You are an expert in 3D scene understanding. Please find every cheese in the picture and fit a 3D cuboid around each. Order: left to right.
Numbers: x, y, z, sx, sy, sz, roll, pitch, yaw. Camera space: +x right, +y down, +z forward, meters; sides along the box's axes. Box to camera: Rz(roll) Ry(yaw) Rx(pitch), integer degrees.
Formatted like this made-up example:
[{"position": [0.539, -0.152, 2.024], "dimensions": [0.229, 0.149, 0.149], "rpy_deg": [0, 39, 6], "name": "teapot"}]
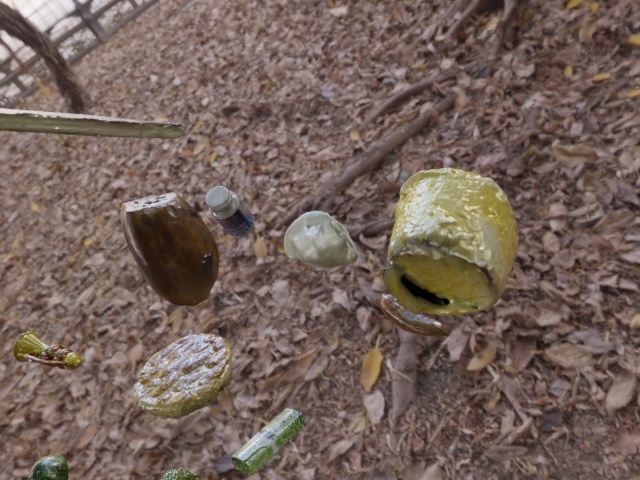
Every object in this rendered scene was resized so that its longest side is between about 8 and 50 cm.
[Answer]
[{"position": [-0.416, -0.184, 0.859], "dimensions": [0.401, 0.034, 0.085], "rpy_deg": [-3, 15, -37], "name": "cheese"}]

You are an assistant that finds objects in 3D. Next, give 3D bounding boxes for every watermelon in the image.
[{"position": [-0.691, 0.591, 1.377], "dimensions": [0.106, 0.062, 0.105], "rpy_deg": [-7, 64, 15], "name": "watermelon"}]

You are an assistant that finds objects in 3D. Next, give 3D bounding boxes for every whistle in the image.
[{"position": [-0.396, 0.162, 0.793], "dimensions": [0.109, 0.057, 0.046], "rpy_deg": [7, 57, 27], "name": "whistle"}]

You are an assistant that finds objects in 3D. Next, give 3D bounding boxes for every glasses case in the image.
[{"position": [-0.176, 0.684, 1.887], "dimensions": [0.095, 0.062, 0.272], "rpy_deg": [-7, 18, 44], "name": "glasses case"}]

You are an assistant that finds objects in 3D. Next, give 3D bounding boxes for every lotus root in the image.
[{"position": [-0.326, 0.023, 1.234], "dimensions": [0.193, 0.290, 0.193], "rpy_deg": [-12, 31, 7], "name": "lotus root"}]

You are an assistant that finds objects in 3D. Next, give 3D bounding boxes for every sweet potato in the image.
[{"position": [0.330, 0.285, 1.976], "dimensions": [0.292, 0.097, 0.097], "rpy_deg": [30, 69, 34], "name": "sweet potato"}]

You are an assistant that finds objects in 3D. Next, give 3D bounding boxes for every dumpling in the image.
[{"position": [0.004, 0.000, 1.563], "dimensions": [0.126, 0.166, 0.216], "rpy_deg": [-15, 19, -33], "name": "dumpling"}]

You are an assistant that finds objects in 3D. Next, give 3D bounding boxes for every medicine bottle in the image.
[{"position": [-0.301, -0.097, 1.818], "dimensions": [0.107, 0.191, 0.106], "rpy_deg": [-8, 60, 15], "name": "medicine bottle"}]

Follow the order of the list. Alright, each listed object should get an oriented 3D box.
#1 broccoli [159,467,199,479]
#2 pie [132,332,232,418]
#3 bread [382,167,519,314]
[{"position": [-0.355, 0.826, 1.605], "dimensions": [0.186, 0.302, 0.254], "rpy_deg": [-41, 28, 20], "name": "broccoli"}, {"position": [-0.414, 0.408, 1.681], "dimensions": [0.340, 0.083, 0.339], "rpy_deg": [-17, 28, 9], "name": "pie"}, {"position": [0.187, 0.005, 0.800], "dimensions": [0.197, 0.197, 0.170], "rpy_deg": [-7, 36, 34], "name": "bread"}]
